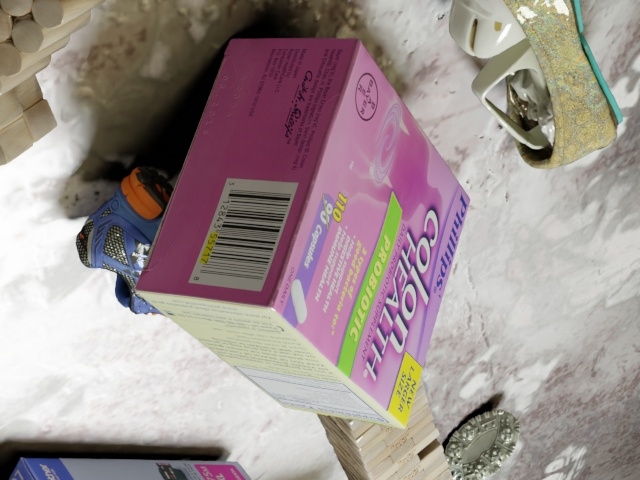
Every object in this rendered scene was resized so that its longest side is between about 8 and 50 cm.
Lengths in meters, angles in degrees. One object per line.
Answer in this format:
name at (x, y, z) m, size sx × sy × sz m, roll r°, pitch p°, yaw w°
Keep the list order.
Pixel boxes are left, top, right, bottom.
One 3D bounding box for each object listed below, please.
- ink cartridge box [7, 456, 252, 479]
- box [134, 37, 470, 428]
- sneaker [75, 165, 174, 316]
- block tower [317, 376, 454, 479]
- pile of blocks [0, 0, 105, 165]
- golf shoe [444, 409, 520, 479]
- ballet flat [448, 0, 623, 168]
ink cartridge box at (-0.214, 0.282, 1.111) m, size 0.311 × 0.065 × 0.186 m, roll 11°, pitch 117°, yaw -50°
box at (0.000, 0.000, 0.948) m, size 0.243 × 0.117 × 0.214 m, roll 48°, pitch 54°, yaw -52°
sneaker at (-0.120, 0.027, 0.979) m, size 0.087 × 0.083 × 0.221 m, roll -31°, pitch 137°, yaw 4°
block tower at (0.069, 0.214, 1.289) m, size 0.091 × 0.097 × 0.335 m, roll -37°, pitch 140°, yaw -13°
pile of blocks at (-0.169, -0.192, 0.731) m, size 0.362 × 0.149 × 0.112 m, roll -52°, pitch -175°, yaw 21°
golf shoe at (0.173, 0.274, 1.478) m, size 0.176 × 0.069 × 0.086 m, roll -48°, pitch 166°, yaw 2°
ballet flat at (0.171, -0.173, 1.040) m, size 0.123 × 0.123 × 0.348 m, roll -43°, pitch 141°, yaw -5°
